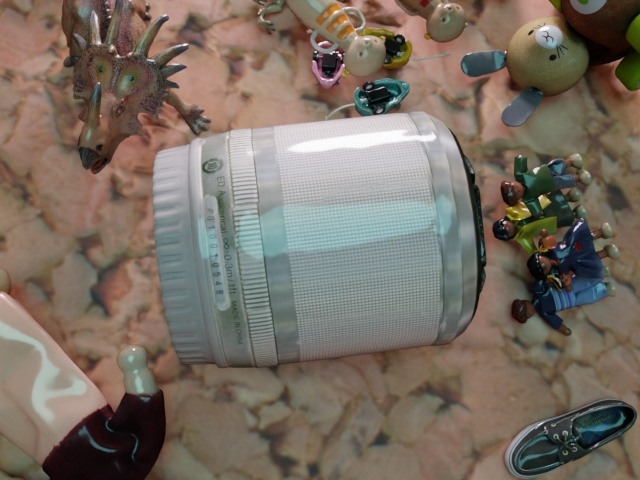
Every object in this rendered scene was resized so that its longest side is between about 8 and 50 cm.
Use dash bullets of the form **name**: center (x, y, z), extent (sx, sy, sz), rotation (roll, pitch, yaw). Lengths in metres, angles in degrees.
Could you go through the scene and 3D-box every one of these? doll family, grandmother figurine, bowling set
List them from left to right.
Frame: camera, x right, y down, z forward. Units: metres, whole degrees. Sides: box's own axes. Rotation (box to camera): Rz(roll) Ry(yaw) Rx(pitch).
- **grandmother figurine**: center (-0.229, 0.183, 0.701), extent (0.342, 0.104, 0.208), rotation (47, 107, 4)
- **bowling set**: center (0.115, -0.300, 0.747), extent (0.287, 0.200, 0.154), rotation (-42, 85, -20)
- **doll family**: center (0.237, 0.006, 0.768), extent (0.111, 0.076, 0.193), rotation (-20, 82, -11)

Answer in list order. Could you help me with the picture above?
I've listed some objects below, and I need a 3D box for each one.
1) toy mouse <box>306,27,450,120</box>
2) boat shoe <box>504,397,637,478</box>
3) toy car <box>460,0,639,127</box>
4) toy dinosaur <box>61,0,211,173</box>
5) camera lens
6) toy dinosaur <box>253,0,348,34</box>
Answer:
- **toy mouse**: center (0.040, -0.176, 0.811), extent (0.161, 0.031, 0.143), rotation (24, 66, 11)
- **boat shoe**: center (0.252, 0.197, 0.742), extent (0.142, 0.040, 0.049), rotation (-25, 80, -8)
- **toy car**: center (0.252, -0.211, 0.790), extent (0.188, 0.149, 0.155), rotation (-33, 69, 3)
- **toy dinosaur**: center (-0.209, -0.204, 0.728), extent (0.127, 0.200, 0.295), rotation (-23, 79, -7)
- **camera lens**: center (0.000, 0.000, 0.682), extent (0.274, 0.219, 0.219), rotation (-7, 78, -4)
- **toy dinosaur**: center (-0.048, -0.287, 0.838), extent (0.183, 0.053, 0.092), rotation (23, 59, 1)
